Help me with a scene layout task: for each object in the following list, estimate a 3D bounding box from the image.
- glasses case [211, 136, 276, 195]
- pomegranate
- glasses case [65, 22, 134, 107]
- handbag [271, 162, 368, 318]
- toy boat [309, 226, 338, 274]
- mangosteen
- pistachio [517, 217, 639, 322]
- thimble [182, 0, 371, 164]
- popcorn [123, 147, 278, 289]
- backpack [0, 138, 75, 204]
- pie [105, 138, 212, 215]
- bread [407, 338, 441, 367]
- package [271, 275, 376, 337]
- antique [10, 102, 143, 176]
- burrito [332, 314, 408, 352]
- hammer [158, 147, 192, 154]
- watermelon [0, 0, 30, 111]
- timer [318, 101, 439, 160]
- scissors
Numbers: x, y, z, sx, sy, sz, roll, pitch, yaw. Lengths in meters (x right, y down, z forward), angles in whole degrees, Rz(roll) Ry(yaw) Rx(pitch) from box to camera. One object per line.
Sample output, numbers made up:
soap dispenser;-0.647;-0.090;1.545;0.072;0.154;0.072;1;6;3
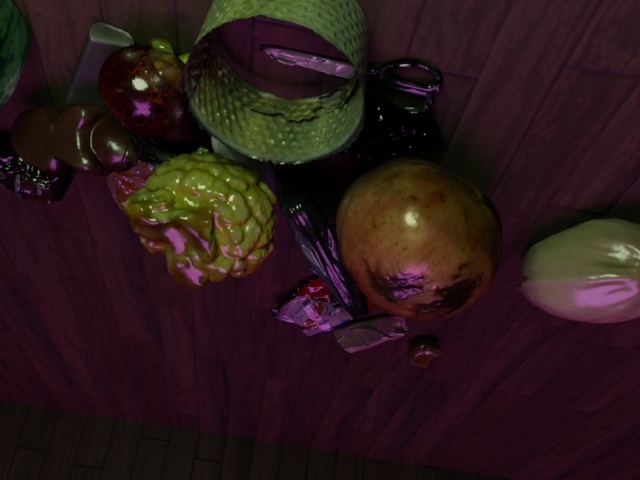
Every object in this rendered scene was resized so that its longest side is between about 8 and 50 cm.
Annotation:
glasses case;-0.139;-0.146;1.313;0.059;0.092;0.233;3;150;22
pomegranate;0.177;-0.003;1.277;0.322;0.322;0.322;6;148;3
glasses case;-0.375;-0.287;1.187;0.072;0.042;0.190;14;149;-26
handbag;-0.001;-0.002;1.372;0.075;0.191;0.332;-28;122;6
toy boat;0.047;0.022;1.557;0.077;0.075;0.185;22;141;-17
mangosteen;-0.266;-0.258;1.112;0.146;0.181;0.156;31;-176;-37
pistachio;0.544;0.062;1.415;0.332;0.207;0.226;-12;-173;40
thimble;-0.055;-0.254;1.042;0.271;0.150;0.271;6;143;5
popcorn;-0.209;-0.037;1.212;0.251;0.237;0.206;-14;-178;-34
backpack;-0.589;-0.137;1.412;0.165;0.105;0.120;9;153;-8
pie;-0.295;-0.100;1.406;0.303;0.067;0.302;6;148;4
bread;0.288;0.314;1.990;0.082;0.060;0.113;15;146;-13
package;0.005;0.170;1.824;0.194;0.071;0.269;27;131;-32
antique;-0.420;-0.175;1.252;0.257;0.121;0.143;6;-175;38
burrito;0.135;0.252;1.913;0.226;0.087;0.060;-20;177;33
hammer;-0.336;-0.178;1.373;0.178;0.021;0.065;19;148;-17
watermelon;-0.584;-0.352;1.041;0.222;0.319;0.292;-27;155;-9
timer;0.097;-0.184;1.179;0.144;0.055;0.187;-19;167;35
scissors;0.048;-0.273;1.136;0.300;0.022;0.109;12;144;-7
